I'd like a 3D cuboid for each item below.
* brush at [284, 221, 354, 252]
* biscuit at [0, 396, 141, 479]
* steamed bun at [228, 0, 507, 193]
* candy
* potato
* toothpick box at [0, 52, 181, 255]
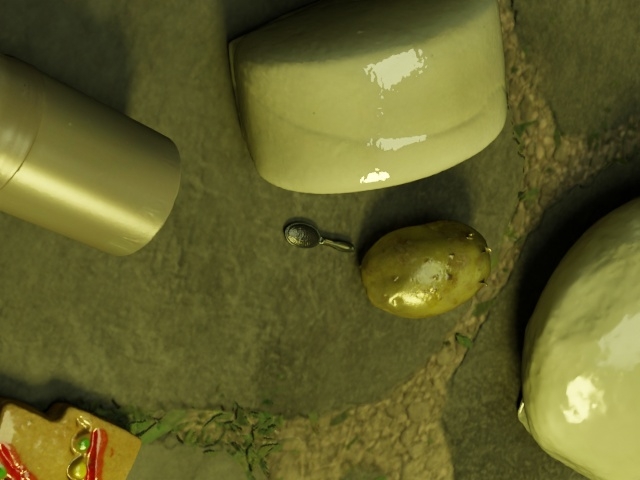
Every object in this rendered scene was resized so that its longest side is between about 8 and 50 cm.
[{"bbox_3d":[0.000,0.000,1.329,0.083,0.008,0.024,16,93,-38],"label":"brush"},{"bbox_3d":[-0.256,0.213,1.205,0.239,0.041,0.212,-20,116,-28],"label":"biscuit"},{"bbox_3d":[0.056,-0.134,1.224,0.242,0.164,0.146,-25,120,-28],"label":"steamed bun"},{"bbox_3d":[0.397,0.114,1.550,0.427,0.186,0.386,-4,112,-30],"label":"candy"},{"bbox_3d":[0.105,0.028,1.374,0.138,0.070,0.091,-14,113,-31],"label":"potato"},{"bbox_3d":[-0.208,-0.066,1.094,0.181,0.111,0.111,26,90,-39],"label":"toothpick box"}]
